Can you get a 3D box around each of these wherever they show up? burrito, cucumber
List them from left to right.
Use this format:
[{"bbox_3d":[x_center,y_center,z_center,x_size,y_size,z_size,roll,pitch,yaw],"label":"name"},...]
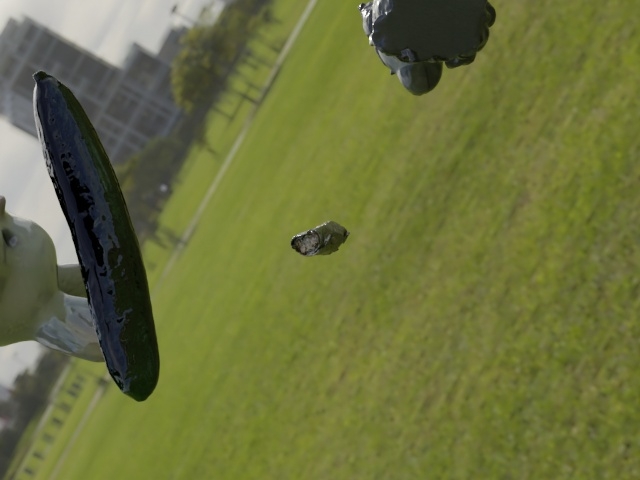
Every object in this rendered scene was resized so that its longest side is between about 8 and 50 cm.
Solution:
[{"bbox_3d":[-0.179,-0.007,1.115,0.056,0.056,0.284,134,119,-65],"label":"cucumber"},{"bbox_3d":[0.000,0.000,1.826,0.055,0.041,0.149,-36,-7,17],"label":"burrito"}]

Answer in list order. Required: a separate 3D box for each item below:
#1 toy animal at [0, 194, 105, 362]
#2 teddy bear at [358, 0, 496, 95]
[{"bbox_3d":[-0.391,0.060,1.468,0.196,0.368,0.241,-122,34,-57],"label":"toy animal"},{"bbox_3d":[0.141,-0.260,1.717,0.251,0.171,0.144,24,-124,-89],"label":"teddy bear"}]
